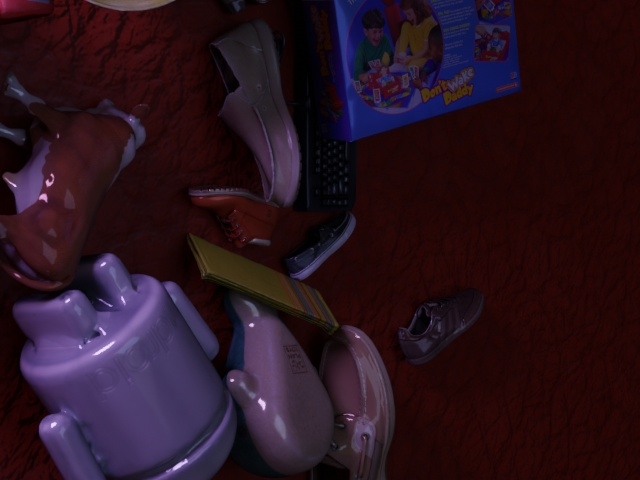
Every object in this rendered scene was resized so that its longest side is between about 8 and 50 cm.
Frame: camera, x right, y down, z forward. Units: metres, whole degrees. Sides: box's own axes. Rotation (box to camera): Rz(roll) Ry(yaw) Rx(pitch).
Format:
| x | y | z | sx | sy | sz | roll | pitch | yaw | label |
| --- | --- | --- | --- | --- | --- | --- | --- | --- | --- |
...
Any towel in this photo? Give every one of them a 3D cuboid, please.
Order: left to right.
| x | y | z | sx | sy | sz | roll | pitch | yaw | label |
| --- | --- | --- | --- | --- | --- | --- | --- | --- | --- |
| -0.081 | 0.062 | 1.740 | 0.237 | 0.102 | 0.021 | 26 | 108 | -34 | towel |

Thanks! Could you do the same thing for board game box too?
| x | y | z | sx | sy | sz | roll | pitch | yaw | label |
| --- | --- | --- | --- | --- | --- | --- | --- | --- | --- |
| 0.143 | -0.302 | 1.859 | 0.347 | 0.078 | 0.233 | -19 | 110 | -33 | board game box |

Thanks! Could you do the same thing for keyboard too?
| x | y | z | sx | sy | sz | roll | pitch | yaw | label |
| --- | --- | --- | --- | --- | --- | --- | --- | --- | --- |
| -0.014 | -0.200 | 1.835 | 0.201 | 0.033 | 0.317 | -2 | 93 | -42 | keyboard |

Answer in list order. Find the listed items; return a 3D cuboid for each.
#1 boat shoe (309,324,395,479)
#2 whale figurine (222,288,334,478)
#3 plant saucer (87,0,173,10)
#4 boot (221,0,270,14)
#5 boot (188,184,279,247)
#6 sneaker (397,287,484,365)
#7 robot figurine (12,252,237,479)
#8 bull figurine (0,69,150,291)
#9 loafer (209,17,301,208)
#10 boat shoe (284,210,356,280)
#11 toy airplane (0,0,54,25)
| x | y | z | sx | sy | sz | roll | pitch | yaw | label |
| --- | --- | --- | --- | --- | --- | --- | --- | --- | --- |
| 0.034 | 0.298 | 1.845 | 0.110 | 0.122 | 0.341 | -12 | 102 | -42 | boat shoe |
| -0.087 | 0.200 | 1.742 | 0.216 | 0.141 | 0.272 | 0 | 70 | -60 | whale figurine |
| -0.228 | -0.376 | 1.407 | 0.241 | 0.037 | 0.241 | 0 | 89 | -26 | plant saucer |
| -0.102 | -0.370 | 1.738 | 0.118 | 0.042 | 0.087 | -29 | 109 | -38 | boot |
| -0.121 | -0.034 | 1.732 | 0.158 | 0.059 | 0.084 | 11 | 90 | -43 | boot |
| 0.197 | 0.122 | 2.019 | 0.188 | 0.066 | 0.071 | -43 | 118 | -33 | sneaker |
| -0.233 | 0.184 | 1.543 | 0.300 | 0.200 | 0.353 | -51 | 124 | -38 | robot figurine |
| -0.320 | -0.086 | 1.483 | 0.188 | 0.101 | 0.310 | 27 | 49 | -17 | bull figurine |
| -0.092 | -0.170 | 1.717 | 0.092 | 0.102 | 0.268 | -11 | 82 | -13 | loafer |
| 0.000 | 0.000 | 1.847 | 0.142 | 0.049 | 0.040 | -47 | 121 | -27 | boat shoe |
| -0.476 | -0.262 | 1.251 | 0.386 | 0.272 | 0.384 | 48 | 62 | -33 | toy airplane |
